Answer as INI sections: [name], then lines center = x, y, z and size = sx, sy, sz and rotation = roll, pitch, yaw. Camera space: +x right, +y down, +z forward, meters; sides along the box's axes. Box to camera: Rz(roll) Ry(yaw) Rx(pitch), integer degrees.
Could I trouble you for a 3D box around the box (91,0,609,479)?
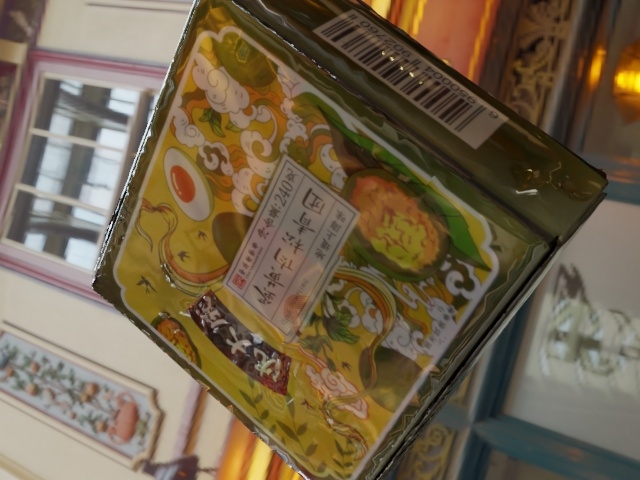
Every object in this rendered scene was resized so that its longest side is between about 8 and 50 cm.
[box]
center = 0.000, 0.000, 0.997
size = 0.138, 0.373, 0.420
rotation = -37, -18, -50
